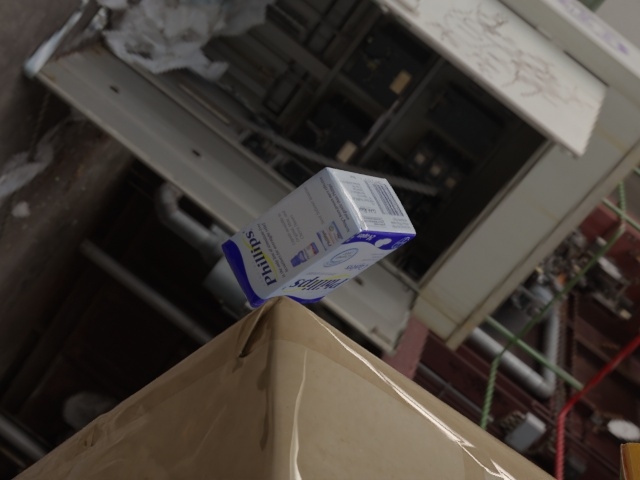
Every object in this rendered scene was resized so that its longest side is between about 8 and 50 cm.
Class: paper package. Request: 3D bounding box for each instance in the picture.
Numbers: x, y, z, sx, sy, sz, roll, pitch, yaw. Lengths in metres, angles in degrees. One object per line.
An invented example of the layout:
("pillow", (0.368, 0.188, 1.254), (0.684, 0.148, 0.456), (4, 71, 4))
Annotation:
("paper package", (-0.012, 0.237, 0.570), (0.309, 0.325, 0.168), (-36, -147, 29))

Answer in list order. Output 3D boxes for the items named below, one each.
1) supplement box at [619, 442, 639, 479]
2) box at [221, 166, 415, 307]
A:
("supplement box", (0.360, 0.215, 0.706), (0.080, 0.233, 0.078), (-51, 138, -64))
("box", (0.000, 0.000, 0.856), (0.137, 0.072, 0.126), (-35, 163, 24))
